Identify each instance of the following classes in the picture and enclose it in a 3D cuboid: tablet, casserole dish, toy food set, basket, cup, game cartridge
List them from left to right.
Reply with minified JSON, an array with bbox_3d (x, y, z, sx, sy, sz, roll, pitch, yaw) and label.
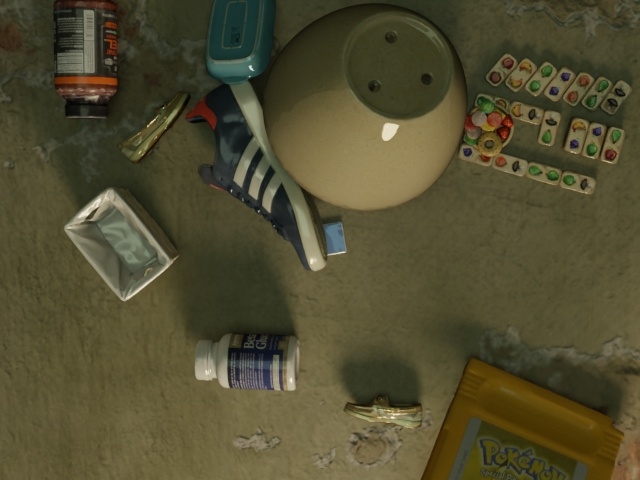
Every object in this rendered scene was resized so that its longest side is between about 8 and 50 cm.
[{"bbox_3d":[-0.331,0.003,1.927,0.113,0.103,0.167,-39,89,7],"label":"basket"},{"bbox_3d":[-0.136,-0.346,1.874,0.114,0.037,0.188,-2,67,17],"label":"casserole dish"},{"bbox_3d":[0.000,0.000,1.944,0.083,0.006,0.054,-9,93,5],"label":"tablet"},{"bbox_3d":[0.091,-0.229,1.750,0.331,0.237,0.331,2,80,-11],"label":"cup"},{"bbox_3d":[0.276,-0.187,1.880,0.083,0.020,0.083,40,100,9],"label":"toy food set"},{"bbox_3d":[0.316,0.389,1.851,0.285,0.052,0.323,23,69,4],"label":"game cartridge"}]

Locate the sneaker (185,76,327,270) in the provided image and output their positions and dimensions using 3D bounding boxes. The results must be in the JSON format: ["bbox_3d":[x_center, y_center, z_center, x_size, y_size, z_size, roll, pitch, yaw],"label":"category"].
[{"bbox_3d":[-0.110,-0.091,1.891,0.148,0.131,0.350,-26,82,5],"label":"sneaker"}]

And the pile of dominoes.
[{"bbox_3d":[0.372,-0.195,1.876,0.251,0.040,0.195,15,96,4],"label":"pile of dominoes"}]

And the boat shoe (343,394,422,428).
[{"bbox_3d":[0.107,0.285,1.937,0.135,0.050,0.045,10,92,-5],"label":"boat shoe"}]

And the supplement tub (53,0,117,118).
[{"bbox_3d":[-0.393,-0.303,1.909,0.106,0.106,0.197,1,95,5],"label":"supplement tub"}]

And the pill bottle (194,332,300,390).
[{"bbox_3d":[-0.123,0.204,1.927,0.170,0.094,0.094,1,95,5],"label":"pill bottle"}]

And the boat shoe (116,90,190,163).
[{"bbox_3d":[-0.281,-0.199,1.932,0.048,0.056,0.153,42,104,-3],"label":"boat shoe"}]
